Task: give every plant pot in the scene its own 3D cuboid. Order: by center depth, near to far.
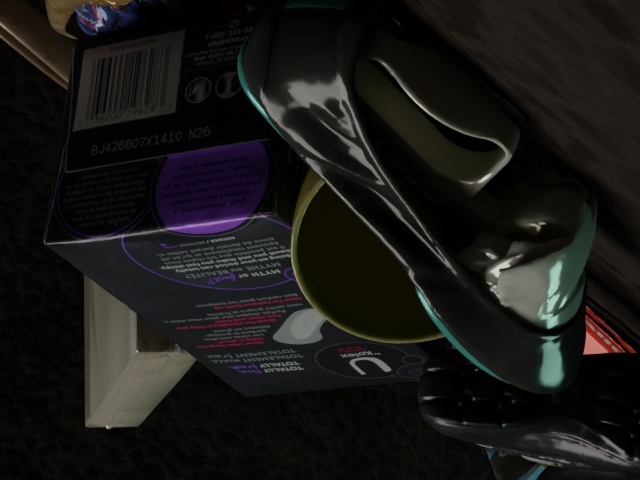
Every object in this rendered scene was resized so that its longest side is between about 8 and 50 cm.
[{"bbox_3d":[0.046,-0.023,1.058,0.134,0.134,0.095,41,-161,-27],"label":"plant pot"},{"bbox_3d":[-0.256,-0.233,1.581,0.237,0.110,0.237,38,177,2],"label":"plant pot"}]

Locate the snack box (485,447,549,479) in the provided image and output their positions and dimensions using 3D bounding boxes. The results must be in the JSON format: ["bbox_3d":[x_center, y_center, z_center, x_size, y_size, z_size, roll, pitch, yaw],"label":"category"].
[{"bbox_3d":[0.255,0.240,2.084,0.187,0.060,0.322,41,-167,-19],"label":"snack box"}]

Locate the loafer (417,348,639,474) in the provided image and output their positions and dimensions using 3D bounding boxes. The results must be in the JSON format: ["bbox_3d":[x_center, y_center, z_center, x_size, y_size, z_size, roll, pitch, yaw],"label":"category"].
[{"bbox_3d":[0.174,0.110,1.203,0.223,0.076,0.078,7,167,14],"label":"loafer"}]

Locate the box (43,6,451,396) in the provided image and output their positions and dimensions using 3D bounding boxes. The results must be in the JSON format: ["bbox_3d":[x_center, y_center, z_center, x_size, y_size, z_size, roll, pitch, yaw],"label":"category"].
[{"bbox_3d":[-0.033,-0.015,1.208,0.165,0.143,0.270,-7,152,24],"label":"box"}]

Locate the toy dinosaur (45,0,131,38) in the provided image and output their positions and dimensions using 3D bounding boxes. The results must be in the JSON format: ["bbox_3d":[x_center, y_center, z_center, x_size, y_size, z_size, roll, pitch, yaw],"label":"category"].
[{"bbox_3d":[-0.149,-0.157,1.070,0.092,0.053,0.183,27,147,-15],"label":"toy dinosaur"}]

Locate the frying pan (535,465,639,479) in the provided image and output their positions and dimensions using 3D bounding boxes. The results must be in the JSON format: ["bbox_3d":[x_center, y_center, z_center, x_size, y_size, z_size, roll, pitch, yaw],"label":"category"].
[{"bbox_3d":[0.260,0.206,1.467,0.197,0.053,0.326,10,174,7],"label":"frying pan"}]

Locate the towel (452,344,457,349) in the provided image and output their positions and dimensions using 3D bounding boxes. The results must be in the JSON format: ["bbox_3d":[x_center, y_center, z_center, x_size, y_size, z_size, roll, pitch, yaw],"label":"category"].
[{"bbox_3d":[0.000,0.000,1.502,0.187,0.049,0.282,-1,127,57],"label":"towel"}]

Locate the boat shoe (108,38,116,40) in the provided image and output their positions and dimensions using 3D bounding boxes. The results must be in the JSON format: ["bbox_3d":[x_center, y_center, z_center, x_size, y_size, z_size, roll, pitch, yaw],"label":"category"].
[{"bbox_3d":[-0.214,-0.213,1.797,0.170,0.063,0.059,36,170,35],"label":"boat shoe"}]

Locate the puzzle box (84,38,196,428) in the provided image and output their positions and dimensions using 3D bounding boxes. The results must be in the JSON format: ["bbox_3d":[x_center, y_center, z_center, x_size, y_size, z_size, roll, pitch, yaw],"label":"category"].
[{"bbox_3d":[-0.147,-0.007,1.500,0.052,0.272,0.409,1,167,-12],"label":"puzzle box"}]

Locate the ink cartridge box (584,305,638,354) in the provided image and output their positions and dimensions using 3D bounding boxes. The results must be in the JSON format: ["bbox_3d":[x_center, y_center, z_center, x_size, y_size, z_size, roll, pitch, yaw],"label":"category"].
[{"bbox_3d":[0.187,0.090,1.415,0.189,0.066,0.232,43,-179,4],"label":"ink cartridge box"}]

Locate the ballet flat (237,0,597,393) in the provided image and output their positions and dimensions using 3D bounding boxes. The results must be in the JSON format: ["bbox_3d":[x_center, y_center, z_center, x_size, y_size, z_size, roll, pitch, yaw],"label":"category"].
[{"bbox_3d":[0.073,-0.017,0.940,0.096,0.095,0.280,-15,131,43],"label":"ballet flat"}]

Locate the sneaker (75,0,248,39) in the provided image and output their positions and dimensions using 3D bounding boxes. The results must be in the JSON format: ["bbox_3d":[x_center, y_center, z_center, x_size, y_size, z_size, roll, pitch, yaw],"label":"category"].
[{"bbox_3d":[-0.122,-0.166,1.155,0.083,0.087,0.221,36,176,35],"label":"sneaker"}]
